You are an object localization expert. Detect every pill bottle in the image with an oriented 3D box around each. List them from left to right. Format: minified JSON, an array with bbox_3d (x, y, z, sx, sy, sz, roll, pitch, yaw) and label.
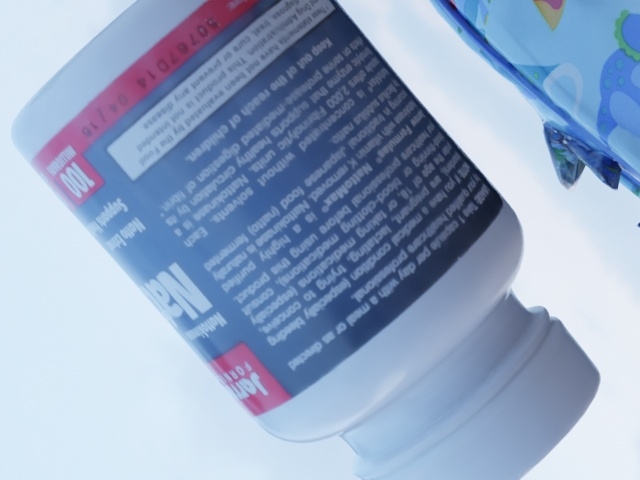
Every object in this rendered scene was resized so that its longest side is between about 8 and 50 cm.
[{"bbox_3d":[0.000,0.000,0.547,0.180,0.108,0.108,49,-167,-4],"label":"pill bottle"}]

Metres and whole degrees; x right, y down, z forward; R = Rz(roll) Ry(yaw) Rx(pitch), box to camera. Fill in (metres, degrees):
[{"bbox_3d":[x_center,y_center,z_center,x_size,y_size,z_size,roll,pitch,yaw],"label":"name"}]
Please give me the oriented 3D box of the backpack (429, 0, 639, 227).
[{"bbox_3d":[0.197,-0.121,0.710,0.273,0.290,0.355,13,-155,-30],"label":"backpack"}]
